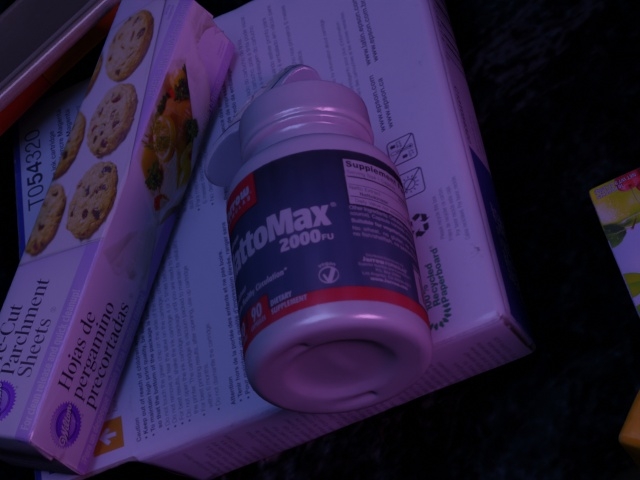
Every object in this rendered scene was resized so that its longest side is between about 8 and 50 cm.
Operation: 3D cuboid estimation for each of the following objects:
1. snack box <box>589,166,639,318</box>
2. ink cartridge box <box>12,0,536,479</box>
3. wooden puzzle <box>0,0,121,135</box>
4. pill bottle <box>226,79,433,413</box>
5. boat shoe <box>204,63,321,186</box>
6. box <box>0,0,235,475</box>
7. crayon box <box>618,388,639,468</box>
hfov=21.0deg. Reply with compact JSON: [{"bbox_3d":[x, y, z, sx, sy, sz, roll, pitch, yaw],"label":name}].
[{"bbox_3d":[0.228,-0.011,0.932,0.141,0.037,0.100,-25,54,12],"label":"snack box"},{"bbox_3d":[-0.047,-0.013,1.162,0.330,0.071,0.324,-23,54,18],"label":"ink cartridge box"},{"bbox_3d":[-0.222,-0.144,1.305,0.238,0.044,0.221,-38,23,0],"label":"wooden puzzle"},{"bbox_3d":[0.000,0.000,1.015,0.108,0.108,0.180,-20,54,16],"label":"pill bottle"},{"bbox_3d":[-0.041,-0.077,1.136,0.100,0.035,0.035,-51,23,-1],"label":"boat shoe"},{"bbox_3d":[-0.141,-0.010,1.129,0.067,0.063,0.324,4,65,33],"label":"box"},{"bbox_3d":[0.299,0.056,0.932,0.202,0.081,0.319,15,70,33],"label":"crayon box"}]
